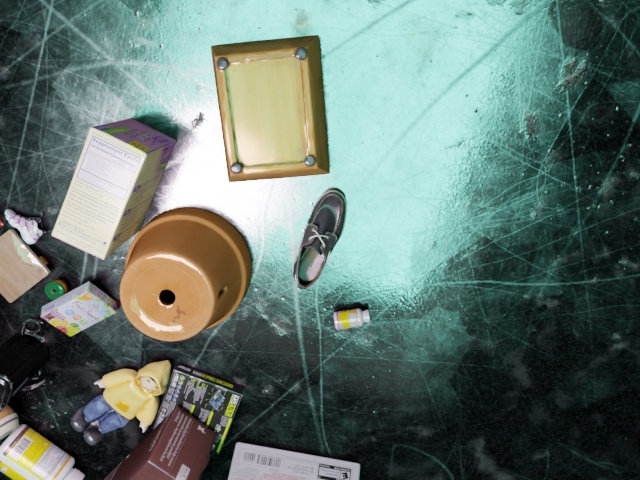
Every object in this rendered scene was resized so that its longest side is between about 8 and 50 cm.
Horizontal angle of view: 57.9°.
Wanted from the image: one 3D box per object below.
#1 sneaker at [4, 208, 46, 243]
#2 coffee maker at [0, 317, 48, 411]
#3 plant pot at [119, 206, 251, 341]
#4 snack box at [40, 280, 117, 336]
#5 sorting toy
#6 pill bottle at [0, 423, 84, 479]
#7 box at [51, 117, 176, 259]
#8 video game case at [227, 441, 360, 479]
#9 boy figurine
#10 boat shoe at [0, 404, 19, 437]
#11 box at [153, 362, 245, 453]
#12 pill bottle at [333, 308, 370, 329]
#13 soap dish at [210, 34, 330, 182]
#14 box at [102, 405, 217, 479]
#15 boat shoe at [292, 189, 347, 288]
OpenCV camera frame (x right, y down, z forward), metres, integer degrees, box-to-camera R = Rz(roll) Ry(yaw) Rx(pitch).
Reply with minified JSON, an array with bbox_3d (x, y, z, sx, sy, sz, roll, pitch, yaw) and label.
[{"bbox_3d":[-0.680,-0.048,1.350,0.069,0.038,0.098,-38,100,2],"label":"sneaker"},{"bbox_3d":[-0.745,0.296,1.377,0.120,0.178,0.171,1,106,2],"label":"coffee maker"},{"bbox_3d":[-0.311,0.089,1.283,0.290,0.203,0.291,1,105,3],"label":"plant pot"},{"bbox_3d":[-0.575,0.165,1.381,0.141,0.037,0.100,-27,136,9],"label":"snack box"},{"bbox_3d":[-0.731,0.049,1.372,0.132,0.046,0.275,-35,102,12],"label":"sorting toy"},{"bbox_3d":[-0.723,0.580,1.491,0.215,0.117,0.117,40,104,-9],"label":"pill bottle"},{"bbox_3d":[-0.429,-0.116,1.221,0.117,0.213,0.243,26,106,-5],"label":"box"},{"bbox_3d":[-0.078,0.671,1.413,0.328,0.300,0.036,10,142,-1],"label":"video game case"},{"bbox_3d":[-0.475,0.399,1.441,0.285,0.092,0.177,-34,99,15],"label":"boy figurine"},{"bbox_3d":[-0.963,0.513,1.449,0.500,0.187,0.156,-33,89,19],"label":"boat shoe"},{"bbox_3d":[-0.308,0.425,1.463,0.184,0.045,0.191,20,107,-5],"label":"box"},{"bbox_3d":[0.075,0.185,1.374,0.083,0.043,0.044,-9,106,5],"label":"pill bottle"},{"bbox_3d":[-0.105,-0.269,1.211,0.228,0.118,0.291,-4,105,4],"label":"soap dish"},{"bbox_3d":[-0.435,0.606,1.418,0.143,0.191,0.381,41,112,-11],"label":"box"},{"bbox_3d":[0.000,0.000,1.307,0.084,0.079,0.233,22,105,-2],"label":"boat shoe"}]
